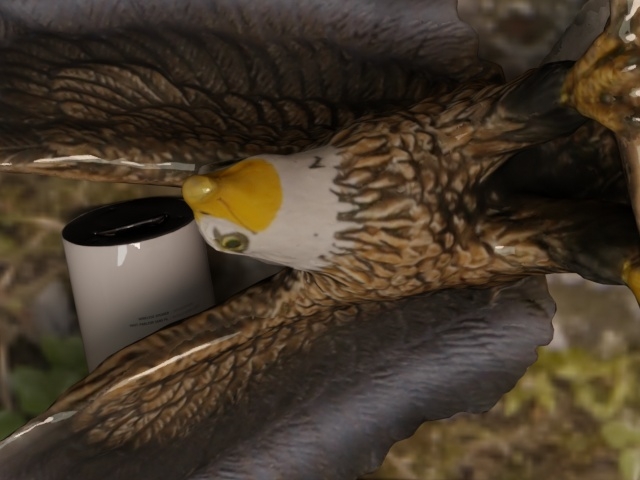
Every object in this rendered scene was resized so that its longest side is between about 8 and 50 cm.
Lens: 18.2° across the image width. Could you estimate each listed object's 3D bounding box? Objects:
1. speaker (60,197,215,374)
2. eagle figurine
[{"bbox_3d":[-0.063,0.053,0.783,0.055,0.055,0.136,-6,110,8],"label":"speaker"},{"bbox_3d":[-0.006,-0.004,0.668,0.298,0.226,0.225,-10,140,31],"label":"eagle figurine"}]
